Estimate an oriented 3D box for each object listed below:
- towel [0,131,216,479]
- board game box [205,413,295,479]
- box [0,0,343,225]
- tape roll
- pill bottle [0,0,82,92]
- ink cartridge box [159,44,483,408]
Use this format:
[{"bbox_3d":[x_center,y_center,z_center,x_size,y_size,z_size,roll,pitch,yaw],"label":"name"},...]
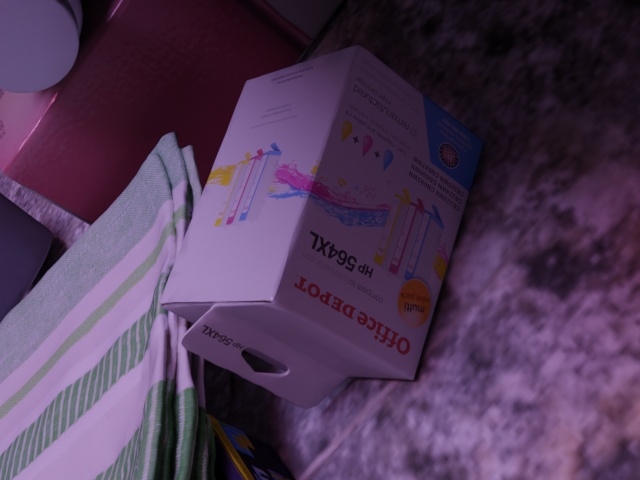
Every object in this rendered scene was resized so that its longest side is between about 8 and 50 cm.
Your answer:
[{"bbox_3d":[-0.142,0.111,0.545,0.248,0.038,0.325,-43,32,24],"label":"towel"},{"bbox_3d":[-0.059,0.184,0.441,0.170,0.048,0.141,-55,30,4],"label":"board game box"},{"bbox_3d":[-0.114,-0.132,0.710,0.232,0.126,0.148,-54,32,7],"label":"box"},{"bbox_3d":[-0.313,0.058,0.824,0.219,0.072,0.219,-43,22,22],"label":"tape roll"},{"bbox_3d":[-0.190,-0.150,0.634,0.078,0.078,0.137,-48,36,15],"label":"pill bottle"},{"bbox_3d":[0.000,0.000,0.477,0.090,0.092,0.143,-7,59,50],"label":"ink cartridge box"}]
